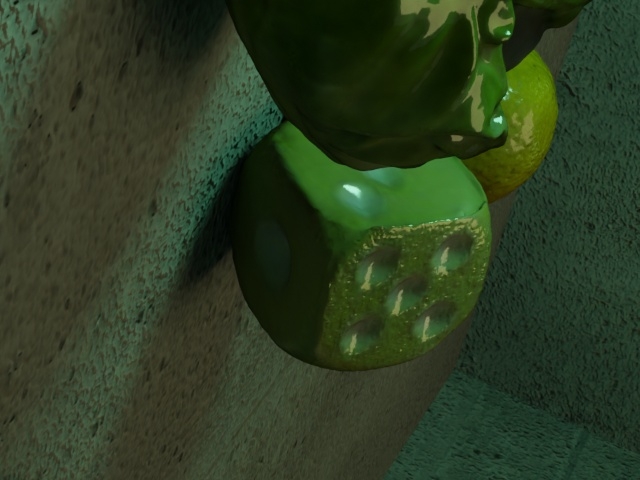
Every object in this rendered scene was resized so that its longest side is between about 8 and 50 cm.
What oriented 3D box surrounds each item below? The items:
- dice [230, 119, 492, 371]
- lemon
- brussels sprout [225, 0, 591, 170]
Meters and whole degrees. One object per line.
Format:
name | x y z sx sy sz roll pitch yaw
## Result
dice | 0.043 -0.002 1.887 0.233 0.238 0.227 -8 131 -28
lemon | 0.227 -0.185 2.447 0.253 0.253 0.310 -49 162 -51
brussels sprout | 0.061 -0.291 1.429 0.361 0.342 0.425 32 78 -50
